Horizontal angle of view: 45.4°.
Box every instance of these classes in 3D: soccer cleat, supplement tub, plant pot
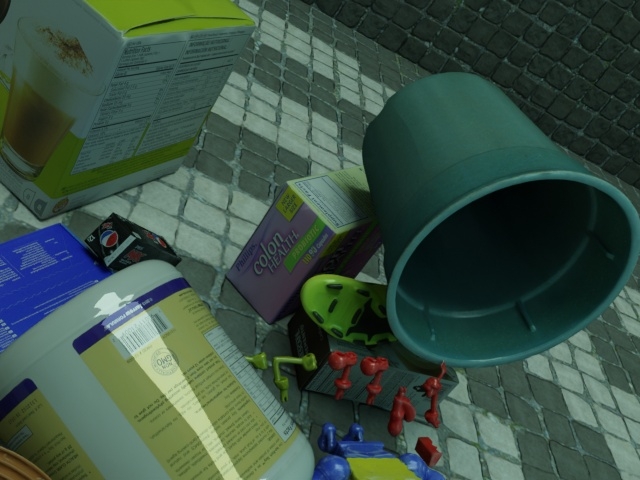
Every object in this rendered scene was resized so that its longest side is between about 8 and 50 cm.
[{"bbox_3d":[0.088,0.105,1.176,0.289,0.093,0.121,14,15,-27],"label":"soccer cleat"},{"bbox_3d":[-0.157,0.212,0.783,0.331,0.241,0.241,53,33,3],"label":"supplement tub"},{"bbox_3d":[0.219,-0.055,1.104,0.341,0.341,0.334,18,35,-27],"label":"plant pot"}]

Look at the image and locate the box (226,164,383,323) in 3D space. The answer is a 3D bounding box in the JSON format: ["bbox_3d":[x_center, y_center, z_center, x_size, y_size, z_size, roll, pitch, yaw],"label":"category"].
[{"bbox_3d":[0.000,0.000,1.283,0.117,0.213,0.243,47,32,17],"label":"box"}]

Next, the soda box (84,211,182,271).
[{"bbox_3d":[-0.261,0.015,1.087,0.053,0.060,0.169,45,0,17],"label":"soda box"}]

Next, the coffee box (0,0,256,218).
[{"bbox_3d":[-0.375,-0.299,1.213,0.338,0.334,0.338,41,31,10],"label":"coffee box"}]

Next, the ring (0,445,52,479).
[{"bbox_3d":[-0.299,0.310,0.546,0.337,0.032,0.336,10,77,-51],"label":"ring"}]

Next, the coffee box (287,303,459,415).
[{"bbox_3d":[0.083,0.179,1.230,0.247,0.098,0.141,18,35,-26],"label":"coffee box"}]

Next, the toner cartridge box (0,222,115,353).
[{"bbox_3d":[-0.391,0.101,0.902,0.165,0.075,0.348,43,32,10],"label":"toner cartridge box"}]

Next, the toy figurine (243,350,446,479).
[{"bbox_3d":[0.049,0.267,0.924,0.363,0.191,0.217,10,17,-28],"label":"toy figurine"}]
